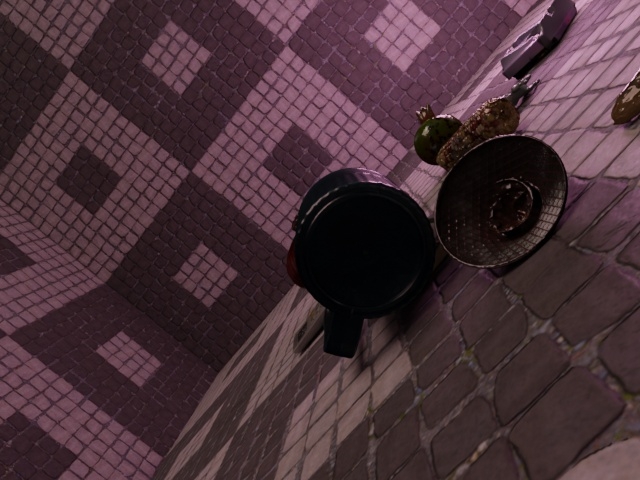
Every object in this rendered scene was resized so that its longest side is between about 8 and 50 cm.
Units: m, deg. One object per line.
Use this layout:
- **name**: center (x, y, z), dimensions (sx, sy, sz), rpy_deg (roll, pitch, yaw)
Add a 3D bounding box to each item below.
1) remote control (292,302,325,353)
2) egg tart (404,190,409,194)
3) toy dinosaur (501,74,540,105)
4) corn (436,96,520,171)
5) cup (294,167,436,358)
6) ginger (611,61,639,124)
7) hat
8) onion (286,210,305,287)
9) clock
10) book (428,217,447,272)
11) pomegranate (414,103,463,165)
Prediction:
- **remote control**: center (0.026, 0.190, 1.479), dimensions (0.313, 0.055, 0.109), rpy_deg (-54, 9, 11)
- **egg tart**: center (0.196, -0.050, 1.479), dimensions (0.212, 0.090, 0.212), rpy_deg (-48, 3, 3)
- **toy dinosaur**: center (0.468, -0.335, 1.348), dimensions (0.242, 0.053, 0.167), rpy_deg (-50, 2, 19)
- **corn**: center (0.364, -0.239, 1.242), dimensions (0.098, 0.098, 0.290), rpy_deg (-52, 2, -23)
- **cup**: center (0.051, 0.017, 0.948), dimensions (0.308, 0.242, 0.292), rpy_deg (-48, 7, 6)
- **ginger**: center (0.419, -0.207, 0.652), dimensions (0.057, 0.044, 0.137), rpy_deg (34, 93, 43)
- **hat**: center (0.258, -0.043, 0.716), dimensions (0.193, 0.082, 0.193), rpy_deg (-23, 57, 40)
- **onion**: center (0.000, 0.000, 1.856), dimensions (0.347, 0.285, 0.347), rpy_deg (-42, -14, -13)
- **clock**: center (0.670, -0.625, 1.605), dimensions (0.253, 0.083, 0.186), rpy_deg (-52, 3, -30)
- **book**: center (0.199, 0.031, 1.062), dimensions (0.202, 0.027, 0.264), rpy_deg (-52, 4, -4)
- **pomegranate**: center (0.353, -0.318, 1.555), dimensions (0.159, 0.205, 0.159), rpy_deg (-21, -23, -10)
